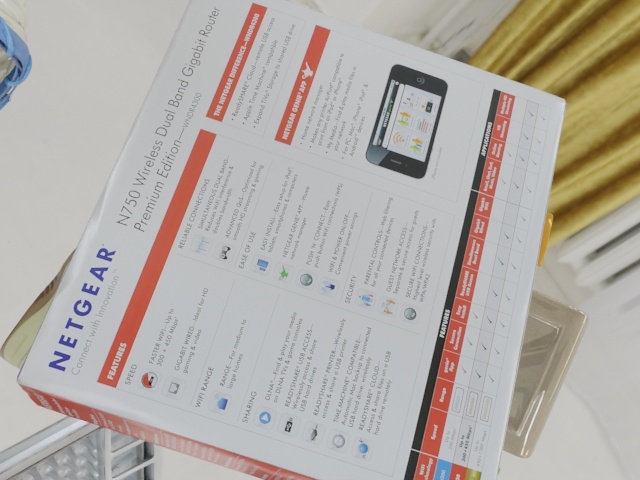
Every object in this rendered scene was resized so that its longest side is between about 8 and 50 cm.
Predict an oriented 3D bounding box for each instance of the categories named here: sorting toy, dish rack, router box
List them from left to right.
[{"bbox_3d":[-0.356,0.339,0.997,0.072,0.285,0.333,35,43,30],"label":"dish rack"},{"bbox_3d":[0.000,0.000,0.563,0.301,0.082,0.335,19,66,-2],"label":"router box"},{"bbox_3d":[0.188,0.129,0.891,0.196,0.047,0.348,24,89,-5],"label":"sorting toy"}]

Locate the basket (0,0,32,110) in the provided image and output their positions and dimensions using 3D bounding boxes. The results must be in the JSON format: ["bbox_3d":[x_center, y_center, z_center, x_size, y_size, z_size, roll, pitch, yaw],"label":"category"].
[{"bbox_3d":[-0.376,-0.147,0.645,0.201,0.255,0.289,35,40,-43],"label":"basket"}]

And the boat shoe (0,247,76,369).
[{"bbox_3d":[-0.190,0.042,0.715,0.089,0.285,0.104,42,32,-8],"label":"boat shoe"}]
